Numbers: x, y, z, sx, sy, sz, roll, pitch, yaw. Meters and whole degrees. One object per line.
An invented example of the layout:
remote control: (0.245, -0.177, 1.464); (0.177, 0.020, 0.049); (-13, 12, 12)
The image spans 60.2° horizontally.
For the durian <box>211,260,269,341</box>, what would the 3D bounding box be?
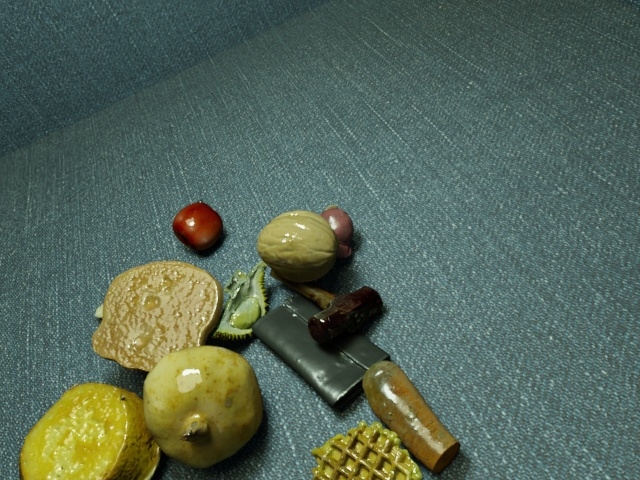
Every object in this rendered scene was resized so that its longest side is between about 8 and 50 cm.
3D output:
durian: (-0.262, 0.201, 1.798); (0.172, 0.166, 0.306); (14, 62, 34)

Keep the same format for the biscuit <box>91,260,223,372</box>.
biscuit: (-0.499, 0.232, 1.720); (0.386, 0.062, 0.364); (5, 63, 13)

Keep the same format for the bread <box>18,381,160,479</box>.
bread: (-0.643, 0.603, 1.552); (0.399, 0.215, 0.398); (-9, 52, 12)

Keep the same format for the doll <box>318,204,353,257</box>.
doll: (0.001, 0.000, 1.894); (0.256, 0.152, 0.196); (-30, 75, 15)

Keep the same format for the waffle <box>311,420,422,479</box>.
waffle: (0.103, 0.592, 1.327); (0.281, 0.058, 0.300); (-43, 52, 6)

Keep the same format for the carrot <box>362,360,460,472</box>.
carrot: (0.219, 0.440, 1.413); (0.139, 0.138, 0.302); (-36, 46, -12)

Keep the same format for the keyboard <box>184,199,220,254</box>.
keyboard: (-0.481, -0.060, 2.233); (0.101, 0.018, 0.309); (-28, 45, -4)

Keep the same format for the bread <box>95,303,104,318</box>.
bread: (-0.708, 0.237, 2.020); (0.251, 0.039, 0.181); (10, 50, 37)

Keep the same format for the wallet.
wallet: (-0.007, 0.310, 1.659); (0.228, 0.062, 0.406); (-36, 46, -23)

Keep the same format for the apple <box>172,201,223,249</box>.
apple: (-0.459, -0.054, 2.082); (0.181, 0.181, 0.168); (29, 66, 39)

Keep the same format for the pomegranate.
pomegranate: (-0.314, 0.447, 1.483); (0.343, 0.342, 0.342); (-11, 46, 12)

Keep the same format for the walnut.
walnut: (-0.071, 0.018, 1.718); (0.261, 0.224, 0.224); (6, 51, 18)

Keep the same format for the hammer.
hammer: (-0.024, 0.161, 1.734); (0.243, 0.095, 0.409); (-21, 36, -37)
